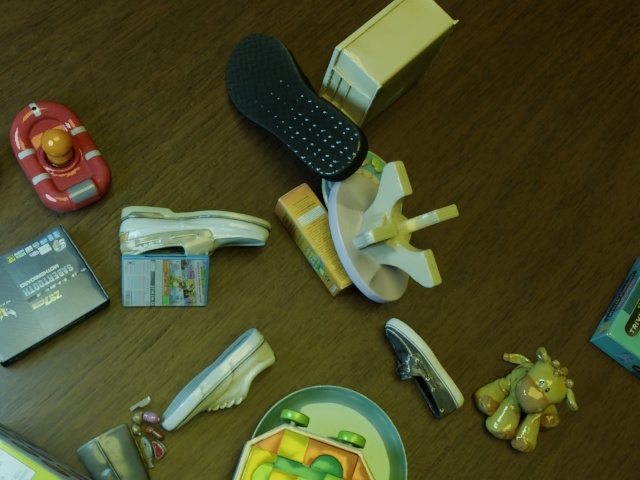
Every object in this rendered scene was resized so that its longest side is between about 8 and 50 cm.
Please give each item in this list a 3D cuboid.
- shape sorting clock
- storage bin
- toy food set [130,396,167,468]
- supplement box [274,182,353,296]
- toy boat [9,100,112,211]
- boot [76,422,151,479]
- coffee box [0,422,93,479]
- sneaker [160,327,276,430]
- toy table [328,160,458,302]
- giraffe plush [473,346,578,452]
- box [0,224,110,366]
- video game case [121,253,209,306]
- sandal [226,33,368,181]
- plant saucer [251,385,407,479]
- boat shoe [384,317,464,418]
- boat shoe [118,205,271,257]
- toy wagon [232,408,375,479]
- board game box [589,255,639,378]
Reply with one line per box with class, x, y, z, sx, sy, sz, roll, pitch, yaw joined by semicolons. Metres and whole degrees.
shape sorting clock;0.093;-0.102;1.764;0.206;0.040;0.206;9;73;-33
storage bin;0.137;-0.380;1.785;0.123;0.260;0.262;45;68;6
toy food set;-0.323;0.360;1.540;0.078;0.019;0.122;-33;73;25
supplement box;0.000;0.000;1.726;0.080;0.078;0.233;-34;81;-20
toy boat;-0.520;-0.179;1.632;0.151;0.151;0.231;-30;80;-20
boot;-0.382;0.464;1.488;0.190;0.076;0.208;-30;86;-32
coffee box;-0.538;0.475;1.271;0.334;0.337;0.338;28;71;12
sneaker;-0.189;0.285;1.582;0.258;0.094;0.091;-42;101;-14
toy table;0.138;-0.021;1.640;0.252;0.161;0.274;-31;96;-40
giraffe plush;0.438;0.310;1.667;0.181;0.170;0.210;34;68;1
box;-0.552;0.104;1.579;0.233;0.059;0.183;-31;82;-19
video game case;-0.306;0.079;1.620;0.166;0.119;0.015;1;33;-12
sandal;-0.057;-0.276;1.766;0.167;0.107;0.445;-43;61;8
plant saucer;0.011;0.444;1.598;0.318;0.043;0.317;4;71;-12
boat shoe;0.197;0.267;1.684;0.076;0.080;0.228;-37;90;-22
boat shoe;-0.253;-0.001;1.660;0.302;0.113;0.103;2;72;0
toy wagon;0.006;0.480;1.525;0.344;0.068;0.267;21;69;-5
board game box;0.806;0.220;1.827;0.336;0.079;0.253;37;68;2
